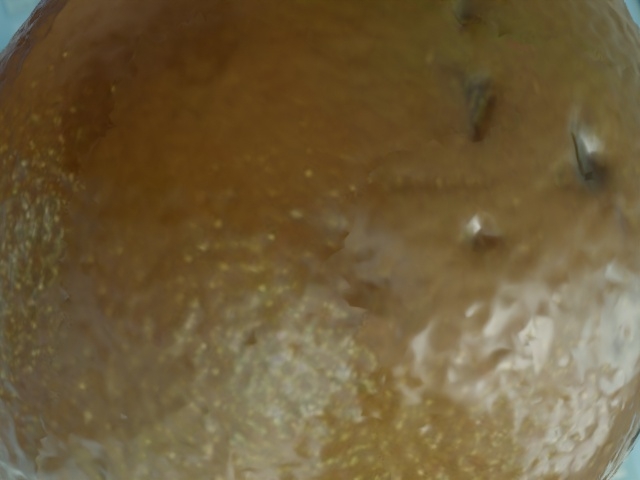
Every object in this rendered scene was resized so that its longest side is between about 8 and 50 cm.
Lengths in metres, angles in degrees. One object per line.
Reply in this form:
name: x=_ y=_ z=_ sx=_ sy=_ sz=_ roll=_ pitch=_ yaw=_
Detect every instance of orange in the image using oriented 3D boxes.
orange: x=0.000 y=0.000 z=0.445 sx=0.206 sy=0.206 sz=0.206 roll=-19 pitch=180 yaw=0
